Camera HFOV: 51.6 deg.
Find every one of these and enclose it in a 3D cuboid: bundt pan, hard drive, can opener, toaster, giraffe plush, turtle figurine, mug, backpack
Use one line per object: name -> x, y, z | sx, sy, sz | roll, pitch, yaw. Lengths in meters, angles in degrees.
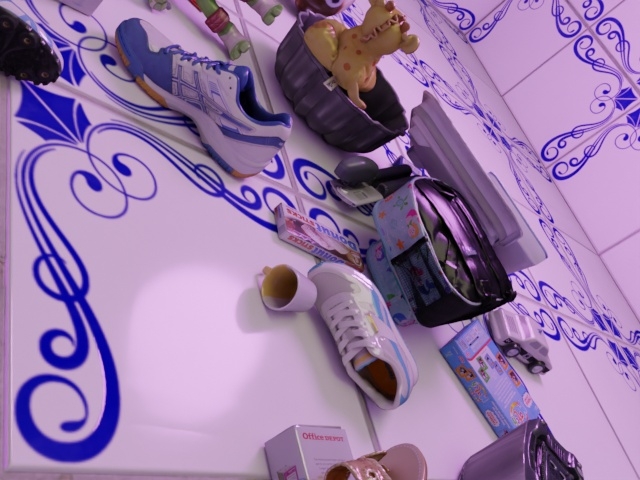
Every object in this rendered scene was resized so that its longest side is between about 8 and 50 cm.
bundt pan -> 0.033, -0.314, 1.389 | 0.331, 0.124, 0.330 | 36, 31, -26
hard drive -> 0.393, -0.024, 1.497 | 0.210, 0.040, 0.318 | 59, -3, 7
can opener -> 0.121, -0.117, 1.305 | 0.074, 0.093, 0.280 | 47, 31, 20
toaster -> 0.276, 0.365, 0.919 | 0.129, 0.146, 0.227 | 48, 27, -6
giraffe plush -> 0.087, -0.368, 1.216 | 0.181, 0.170, 0.210 | 39, 30, -23
turtle figurine -> -0.192, -0.454, 1.147 | 0.266, 0.275, 0.197 | 41, 63, -28
mug -> -0.039, 0.063, 0.901 | 0.064, 0.062, 0.078 | 27, 42, -52
backpack -> 0.195, 0.021, 1.155 | 0.225, 0.191, 0.253 | -2, 67, -52

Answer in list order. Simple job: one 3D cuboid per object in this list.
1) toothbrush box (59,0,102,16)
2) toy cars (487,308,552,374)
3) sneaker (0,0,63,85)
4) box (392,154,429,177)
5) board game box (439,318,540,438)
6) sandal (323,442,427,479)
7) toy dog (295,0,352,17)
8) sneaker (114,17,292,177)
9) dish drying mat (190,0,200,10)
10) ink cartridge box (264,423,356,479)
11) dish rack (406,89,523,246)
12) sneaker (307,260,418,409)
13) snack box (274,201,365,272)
toothbrush box -> -0.410, -0.497, 0.934 | 0.216, 0.126, 0.295 | 14, 45, -52
toy cars -> 0.393, 0.125, 1.448 | 0.393, 0.087, 0.176 | 55, 28, 6
sneaker -> -0.389, -0.271, 0.741 | 0.237, 0.085, 0.086 | 39, 35, -25
box -> 0.216, -0.097, 1.484 | 0.136, 0.036, 0.225 | 36, 29, -12
board game box -> 0.317, 0.260, 1.224 | 0.211, 0.039, 0.160 | 56, 28, 10
sandal -> 0.035, 0.253, 0.640 | 0.079, 0.088, 0.240 | 55, 33, -10
toy dog -> -0.059, -0.751, 1.675 | 0.408, 0.285, 0.395 | 52, -9, 4
sneaker -> -0.166, -0.237, 0.991 | 0.296, 0.131, 0.112 | 44, 30, -13
dish drying mat -> -0.254, -0.474, 1.271 | 0.083, 0.008, 0.032 | 41, 28, -19
ink cartridge box -> -0.002, 0.267, 0.718 | 0.089, 0.052, 0.122 | 21, 43, -45
dish rack -> 0.269, -0.119, 1.334 | 0.332, 0.072, 0.285 | 57, 1, 9
sneaker -> 0.057, 0.129, 0.926 | 0.228, 0.087, 0.092 | 54, 21, 0
snack box -> 0.000, 0.000, 1.072 | 0.178, 0.022, 0.064 | 27, 35, -38
